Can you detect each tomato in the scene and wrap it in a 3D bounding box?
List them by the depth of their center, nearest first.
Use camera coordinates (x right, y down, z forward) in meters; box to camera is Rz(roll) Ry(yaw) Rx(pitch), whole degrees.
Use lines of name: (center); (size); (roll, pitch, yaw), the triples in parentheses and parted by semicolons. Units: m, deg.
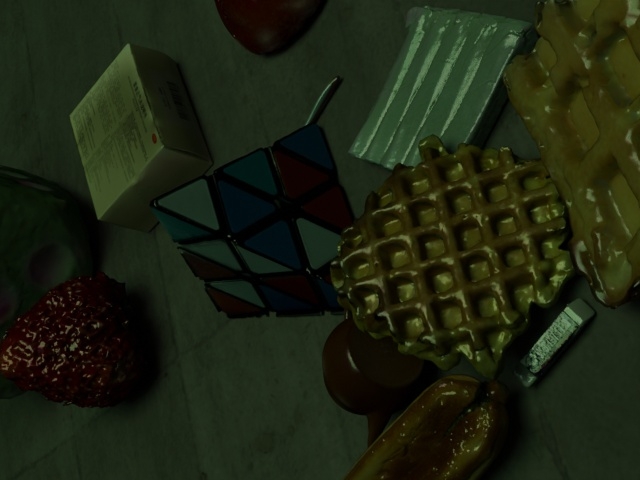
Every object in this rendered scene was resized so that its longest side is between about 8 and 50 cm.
tomato: (-0.077, -0.348, 1.423); (0.189, 0.099, 0.173); (-49, 47, 22)

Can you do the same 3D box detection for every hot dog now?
hot dog: (0.101, 0.228, 1.091); (0.100, 0.068, 0.249); (50, 121, 18)

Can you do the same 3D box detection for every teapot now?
teapot: (0.049, 0.133, 1.153); (0.116, 0.116, 0.173); (-33, 55, 35)

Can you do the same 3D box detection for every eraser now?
eraser: (0.223, 0.098, 1.039); (0.027, 0.019, 0.099); (45, 112, 28)

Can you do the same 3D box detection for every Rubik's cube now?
Rubik's cube: (0.000, 0.000, 1.274); (0.234, 0.284, 0.250); (31, 67, 27)

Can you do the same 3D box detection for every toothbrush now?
toothbrush: (-0.029, -0.128, 1.371); (0.193, 0.013, 0.019); (-55, 37, 20)

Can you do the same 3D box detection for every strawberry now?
strawberry: (-0.339, 0.141, 1.485); (0.184, 0.201, 0.187); (3, 100, 64)

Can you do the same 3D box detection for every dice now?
dice: (-0.556, 0.041, 1.642); (0.322, 0.318, 0.330); (21, 94, 46)

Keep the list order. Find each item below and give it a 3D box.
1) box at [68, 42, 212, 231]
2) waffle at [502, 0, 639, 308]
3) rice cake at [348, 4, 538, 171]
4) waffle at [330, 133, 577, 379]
box: (-0.261, -0.148, 1.557); (0.168, 0.095, 0.212); (-44, 51, 30)
waffle: (0.300, -0.147, 0.924); (0.348, 0.077, 0.304); (-57, 43, 47)
rice cake: (0.129, -0.159, 1.199); (0.189, 0.037, 0.198); (25, 96, 46)
waffle: (0.136, 0.009, 1.085); (0.243, 0.059, 0.238); (24, 77, 29)
